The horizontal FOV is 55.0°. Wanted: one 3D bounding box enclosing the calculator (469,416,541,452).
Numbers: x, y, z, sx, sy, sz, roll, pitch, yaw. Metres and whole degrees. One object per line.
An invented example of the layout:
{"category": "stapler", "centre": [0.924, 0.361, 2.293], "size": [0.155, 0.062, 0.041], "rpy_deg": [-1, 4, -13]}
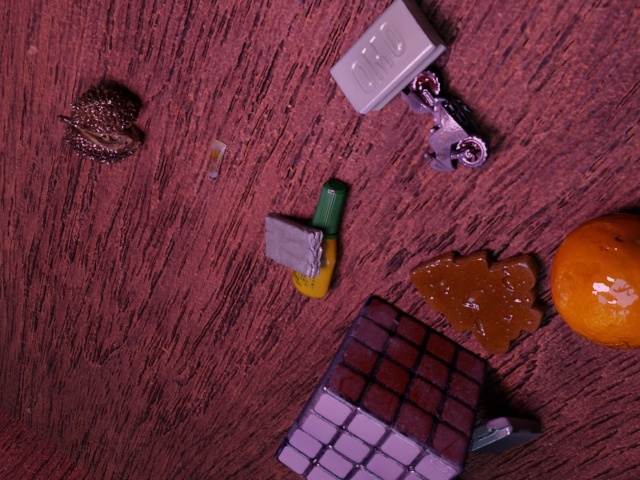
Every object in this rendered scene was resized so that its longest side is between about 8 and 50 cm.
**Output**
{"category": "calculator", "centre": [0.424, 0.461, 1.448], "size": [0.141, 0.045, 0.246], "rpy_deg": [-36, 144, 28]}

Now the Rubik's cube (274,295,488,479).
{"category": "Rubik's cube", "centre": [0.146, 0.406, 1.445], "size": [0.343, 0.344, 0.337], "rpy_deg": [32, 127, 7]}

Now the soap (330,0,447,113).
{"category": "soap", "centre": [0.122, -0.337, 1.140], "size": [0.198, 0.066, 0.119], "rpy_deg": [-39, 78, 39]}

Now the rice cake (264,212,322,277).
{"category": "rice cake", "centre": [-0.070, 0.008, 1.431], "size": [0.211, 0.038, 0.124], "rpy_deg": [29, 123, 49]}

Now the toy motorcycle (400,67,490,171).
{"category": "toy motorcycle", "centre": [0.229, -0.220, 1.177], "size": [0.122, 0.080, 0.215], "rpy_deg": [-36, 89, 40]}

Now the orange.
{"category": "orange", "centre": [0.541, 0.072, 1.101], "size": [0.246, 0.246, 0.246], "rpy_deg": [13, 125, 19]}

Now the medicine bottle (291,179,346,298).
{"category": "medicine bottle", "centre": [0.000, 0.000, 1.428], "size": [0.111, 0.076, 0.309], "rpy_deg": [35, 131, 27]}

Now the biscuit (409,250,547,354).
{"category": "biscuit", "centre": [0.342, 0.113, 1.351], "size": [0.301, 0.043, 0.278], "rpy_deg": [24, 130, 13]}

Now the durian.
{"category": "durian", "centre": [-0.521, -0.272, 1.453], "size": [0.196, 0.167, 0.196], "rpy_deg": [-5, 115, -10]}

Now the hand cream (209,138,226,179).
{"category": "hand cream", "centre": [-0.250, -0.191, 1.469], "size": [0.035, 0.022, 0.102], "rpy_deg": [29, 124, 14]}
